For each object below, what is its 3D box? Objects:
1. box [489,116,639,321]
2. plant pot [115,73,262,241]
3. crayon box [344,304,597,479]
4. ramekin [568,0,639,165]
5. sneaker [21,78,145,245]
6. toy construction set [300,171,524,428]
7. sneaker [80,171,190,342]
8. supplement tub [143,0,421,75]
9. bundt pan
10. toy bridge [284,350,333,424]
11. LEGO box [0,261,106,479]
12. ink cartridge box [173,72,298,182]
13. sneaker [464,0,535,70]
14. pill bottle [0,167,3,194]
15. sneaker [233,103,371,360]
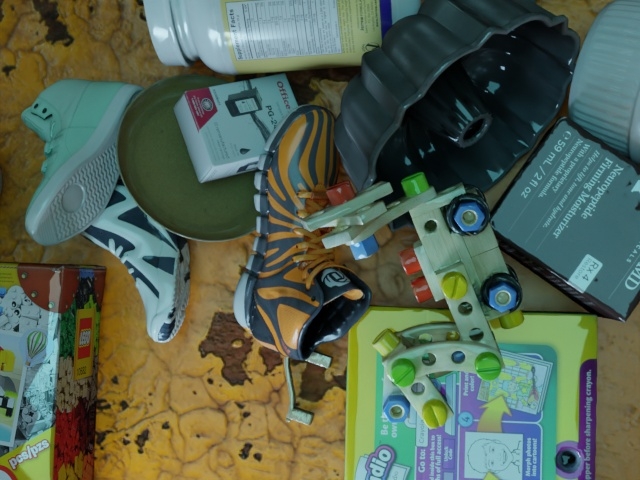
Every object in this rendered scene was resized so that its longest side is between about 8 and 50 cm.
[{"bbox_3d":[0.328,-0.024,1.278,0.203,0.167,0.168,35,91,6],"label":"box"},{"bbox_3d":[-0.156,-0.106,1.346,0.236,0.032,0.236,8,69,-21],"label":"plant pot"},{"bbox_3d":[0.188,0.269,1.309,0.313,0.106,0.363,2,87,6],"label":"crayon box"},{"bbox_3d":[0.391,-0.203,1.266,0.109,0.207,0.207,21,89,27],"label":"ramekin"},{"bbox_3d":[-0.344,-0.108,1.336,0.151,0.094,0.256,13,59,24],"label":"sneaker"},{"bbox_3d":[0.113,0.052,1.170,0.215,0.151,0.328,-22,116,10],"label":"toy construction set"},{"bbox_3d":[-0.258,0.018,1.366,0.153,0.094,0.235,0,87,6],"label":"sneaker"},{"bbox_3d":[-0.042,-0.334,1.288,0.331,0.241,0.241,-3,87,5],"label":"supplement tub"},{"bbox_3d":[0.152,-0.172,1.239,0.331,0.331,0.124,-40,62,2],"label":"bundt pan"},{"bbox_3d":[-0.015,0.155,1.371,0.063,0.026,0.188,19,89,8],"label":"toy bridge"},{"bbox_3d":[-0.554,0.206,1.332,0.499,0.193,0.373,2,88,5],"label":"LEGO box"},{"bbox_3d":[-0.100,-0.149,1.330,0.150,0.063,0.109,-16,79,-28],"label":"ink cartridge box"},{"bbox_3d":[0.222,-0.328,1.354,0.281,0.105,0.115,-50,53,4],"label":"sneaker"},{"bbox_3d":[-0.522,-0.088,1.300,0.162,0.278,0.162,0,88,5],"label":"pill bottle"},{"bbox_3d":[0.000,0.000,1.276,0.124,0.180,0.321,-2,110,-37],"label":"sneaker"}]
